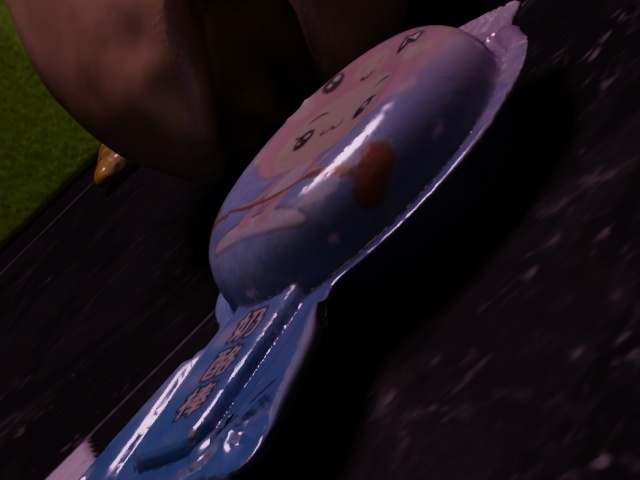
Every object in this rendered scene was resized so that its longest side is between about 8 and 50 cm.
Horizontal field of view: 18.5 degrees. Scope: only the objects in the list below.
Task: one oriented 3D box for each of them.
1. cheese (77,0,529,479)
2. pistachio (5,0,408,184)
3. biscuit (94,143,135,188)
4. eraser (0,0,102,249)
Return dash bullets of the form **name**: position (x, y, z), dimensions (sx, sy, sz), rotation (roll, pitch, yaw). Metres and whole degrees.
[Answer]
- **cheese**: position (0.000, 0.000, 0.651), dimensions (0.135, 0.052, 0.244), rotation (-26, 22, 50)
- **pistachio**: position (-0.055, -0.143, 0.901), dimensions (0.193, 0.214, 0.318), rotation (-24, 28, -3)
- **biscuit**: position (-0.108, -0.070, 1.215), dimensions (0.083, 0.018, 0.081), rotation (-42, 15, 9)
- **eraser**: position (-0.271, -0.135, 1.325), dimensions (0.210, 0.274, 0.092), rotation (-43, 13, 0)
